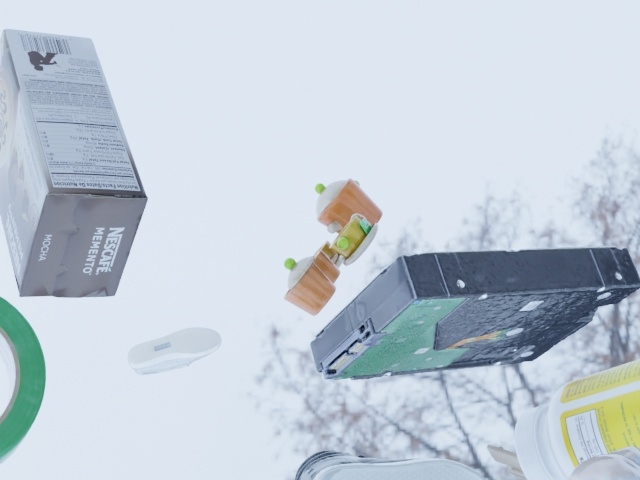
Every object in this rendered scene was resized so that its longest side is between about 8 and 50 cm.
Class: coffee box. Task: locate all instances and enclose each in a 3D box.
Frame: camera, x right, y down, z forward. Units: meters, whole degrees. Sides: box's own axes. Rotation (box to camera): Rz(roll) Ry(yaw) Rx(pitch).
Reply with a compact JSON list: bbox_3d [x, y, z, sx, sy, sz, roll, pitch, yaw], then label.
[{"bbox_3d":[-0.315,-0.094,1.288,0.118,0.297,0.168,1,-44,-30],"label":"coffee box"}]

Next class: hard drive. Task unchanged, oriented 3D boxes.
[{"bbox_3d":[0.184,0.087,1.292,0.338,0.064,0.237,-3,-28,-30],"label":"hard drive"}]

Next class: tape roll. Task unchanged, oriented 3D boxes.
[{"bbox_3d":[-0.600,0.222,1.692,0.321,0.321,0.077,13,-28,-18],"label":"tape roll"}]

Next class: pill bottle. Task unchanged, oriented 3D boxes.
[{"bbox_3d":[0.468,0.282,1.616,0.188,0.188,0.333,31,-42,-34],"label":"pill bottle"}]

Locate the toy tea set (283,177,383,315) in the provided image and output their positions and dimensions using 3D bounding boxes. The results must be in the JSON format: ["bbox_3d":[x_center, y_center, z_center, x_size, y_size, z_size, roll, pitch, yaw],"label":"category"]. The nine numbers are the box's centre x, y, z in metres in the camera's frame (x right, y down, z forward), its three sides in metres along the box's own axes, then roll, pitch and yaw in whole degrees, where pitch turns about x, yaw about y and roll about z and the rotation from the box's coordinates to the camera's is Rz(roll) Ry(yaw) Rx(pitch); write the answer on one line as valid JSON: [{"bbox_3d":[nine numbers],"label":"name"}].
[{"bbox_3d":[0.000,0.000,1.795,0.124,0.336,0.200,39,-78,-3],"label":"toy tea set"}]

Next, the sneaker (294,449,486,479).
[{"bbox_3d":[0.097,0.350,1.534,0.295,0.105,0.147,9,-4,-23],"label":"sneaker"}]

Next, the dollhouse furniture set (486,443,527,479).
[{"bbox_3d":[0.397,0.351,1.908,0.123,0.151,0.144,12,-28,34],"label":"dollhouse furniture set"}]

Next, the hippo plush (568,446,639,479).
[{"bbox_3d":[0.329,0.361,1.044,0.294,0.234,0.237,27,-79,-8],"label":"hippo plush"}]

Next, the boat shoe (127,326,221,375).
[{"bbox_3d":[-0.279,0.222,2.082,0.184,0.066,0.063,-18,-39,-5],"label":"boat shoe"}]
